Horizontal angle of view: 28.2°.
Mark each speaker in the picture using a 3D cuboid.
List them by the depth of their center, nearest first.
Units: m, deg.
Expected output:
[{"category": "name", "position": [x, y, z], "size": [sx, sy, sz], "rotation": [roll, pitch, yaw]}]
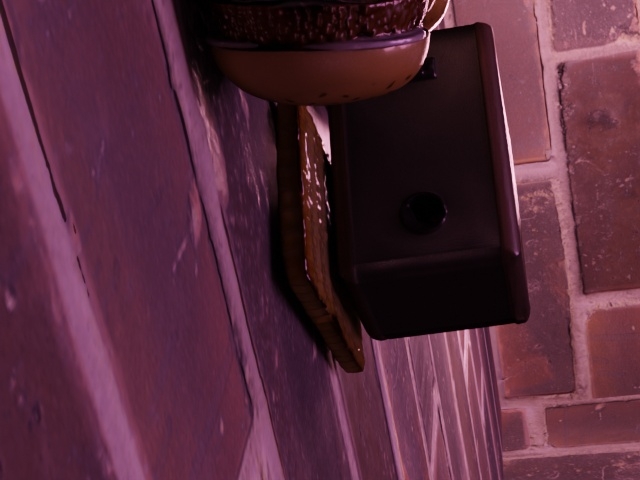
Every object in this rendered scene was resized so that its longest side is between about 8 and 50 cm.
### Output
[{"category": "speaker", "position": [0.097, -0.045, 1.135], "size": [0.192, 0.153, 0.231], "rotation": [66, 19, -62]}]

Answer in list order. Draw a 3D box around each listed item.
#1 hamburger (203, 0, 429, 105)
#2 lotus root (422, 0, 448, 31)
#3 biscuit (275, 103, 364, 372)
[{"category": "hamburger", "position": [0.000, -0.155, 0.814], "size": [0.175, 0.175, 0.137], "rotation": [-64, 152, -71]}, {"category": "lotus root", "position": [0.111, -0.336, 1.664], "size": [0.125, 0.118, 0.221], "rotation": [6, 78, -46]}, {"category": "biscuit", "position": [0.000, 0.000, 1.073], "size": [0.254, 0.029, 0.172], "rotation": [64, 21, -64]}]
